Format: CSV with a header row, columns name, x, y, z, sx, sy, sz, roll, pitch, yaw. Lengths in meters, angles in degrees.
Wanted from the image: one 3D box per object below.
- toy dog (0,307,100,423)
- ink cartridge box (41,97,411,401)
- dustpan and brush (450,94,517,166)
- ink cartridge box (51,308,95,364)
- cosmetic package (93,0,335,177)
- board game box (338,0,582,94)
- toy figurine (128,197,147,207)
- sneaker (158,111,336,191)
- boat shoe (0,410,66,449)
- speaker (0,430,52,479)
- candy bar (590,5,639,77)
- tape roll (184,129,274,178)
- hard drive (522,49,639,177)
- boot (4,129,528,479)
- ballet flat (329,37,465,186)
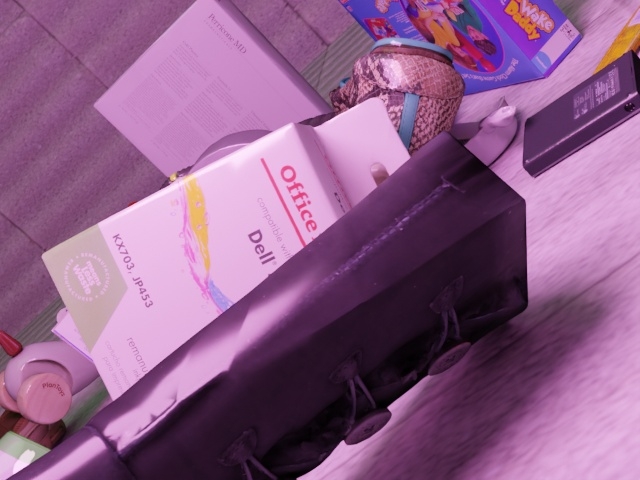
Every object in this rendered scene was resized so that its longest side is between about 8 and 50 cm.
name,x,y,z,sx,sy,sz,roll,pitch,yaw
toy dog,-0.424,0.171,1.523,0.220,0.161,0.333,-12,18,29
ink cartridge box,-0.062,0.020,0.872,0.354,0.207,0.119,-27,0,11
dustpan and brush,0.188,-0.124,1.036,0.147,0.060,0.211,-48,15,-9
ink cartridge box,-0.246,0.125,1.252,0.045,0.206,0.208,-39,14,44
cosmetic package,-0.156,-0.206,1.556,0.284,0.377,0.097,-39,17,21
board game box,0.176,-0.317,1.252,0.078,0.233,0.347,-48,15,-9
toy figurine,-0.247,0.053,1.448,0.213,0.210,0.148,-75,-5,-52
sneaker,-0.056,-0.078,1.400,0.385,0.147,0.145,-25,-24,-6
boat shoe,-0.518,0.378,1.496,0.122,0.110,0.341,-23,18,19
speaker,-0.386,0.376,1.018,0.131,0.131,0.296,-14,46,63
candy bar,0.337,-0.217,0.968,0.161,0.018,0.040,-52,25,-22
tape roll,-0.090,-0.041,1.248,0.219,0.219,0.072,-40,15,17
hard drive,0.265,-0.129,0.906,0.135,0.022,0.094,-34,23,34
boot,-0.042,0.151,0.697,0.445,0.146,0.367,-40,-18,-17
ballet flat,0.085,-0.142,1.157,0.483,0.164,0.182,-84,4,-85
